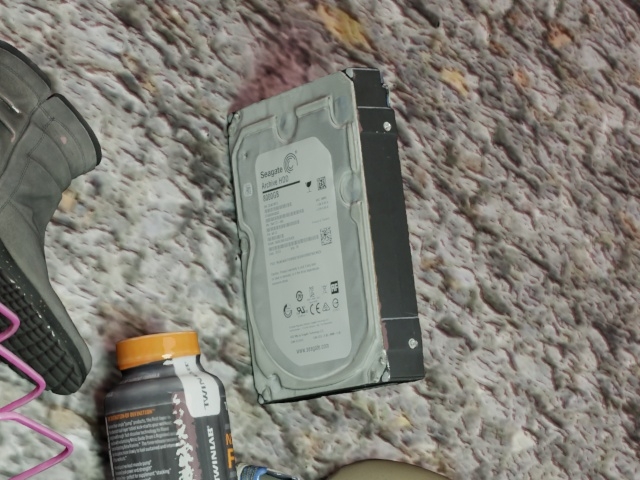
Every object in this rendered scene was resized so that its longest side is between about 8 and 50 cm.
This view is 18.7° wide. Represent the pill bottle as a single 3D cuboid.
[{"bbox_3d":[-0.155,0.219,2.025,0.130,0.130,0.245,-4,83,-39],"label":"pill bottle"}]

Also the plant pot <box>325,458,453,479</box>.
[{"bbox_3d":[0.125,0.385,2.142,0.284,0.191,0.284,5,84,-46],"label":"plant pot"}]

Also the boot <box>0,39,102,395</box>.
[{"bbox_3d":[-0.290,-0.029,1.990,0.223,0.118,0.338,-47,113,-40],"label":"boot"}]

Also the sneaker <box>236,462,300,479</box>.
[{"bbox_3d":[-0.037,0.286,2.150,0.135,0.058,0.052,28,64,-31],"label":"sneaker"}]

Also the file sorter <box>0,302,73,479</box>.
[{"bbox_3d":[-0.349,0.148,1.745,0.290,0.182,0.202,65,5,21],"label":"file sorter"}]

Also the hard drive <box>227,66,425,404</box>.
[{"bbox_3d":[0.000,0.000,2.127,0.064,0.237,0.338,0,81,-38],"label":"hard drive"}]
